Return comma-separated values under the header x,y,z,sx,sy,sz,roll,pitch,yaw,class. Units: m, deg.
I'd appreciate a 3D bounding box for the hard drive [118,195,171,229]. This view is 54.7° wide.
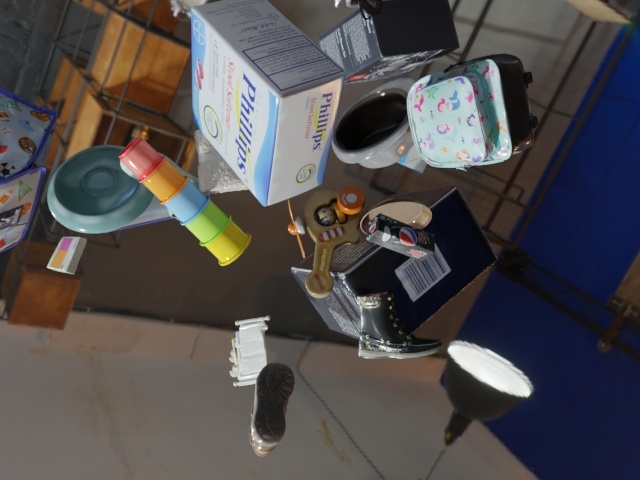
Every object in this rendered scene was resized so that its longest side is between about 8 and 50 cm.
x,y,z,sx,sy,sz,roll,pitch,yaw,class
-0.623,-0.100,2.102,0.318,0.040,0.210,-17,-154,-39,hard drive

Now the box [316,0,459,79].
x,y,z,sx,sy,sz,roll,pitch,yaw,class
0.221,-0.659,2.065,0.343,0.179,0.312,-17,-177,-30,box

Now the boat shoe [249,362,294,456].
x,y,z,sx,sy,sz,roll,pitch,yaw,class
-0.156,0.502,1.861,0.123,0.116,0.324,18,-147,-2,boat shoe

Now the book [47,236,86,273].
x,y,z,sx,sy,sz,roll,pitch,yaw,class
-0.668,0.036,1.633,0.035,0.096,0.144,26,165,-36,book

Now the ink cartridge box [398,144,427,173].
x,y,z,sx,sy,sz,roll,pitch,yaw,class
0.273,-0.305,1.946,0.078,0.134,0.231,21,-170,-21,ink cartridge box

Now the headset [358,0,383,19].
x,y,z,sx,sy,sz,roll,pitch,yaw,class
0.090,-0.602,1.246,0.185,0.243,0.394,25,-128,-31,headset

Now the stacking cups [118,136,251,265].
x,y,z,sx,sy,sz,roll,pitch,yaw,class
-0.286,-0.084,1.301,0.316,0.096,0.096,46,-175,-21,stacking cups

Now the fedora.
x,y,z,sx,sy,sz,roll,pitch,yaw,class
0.165,-0.283,1.602,0.124,0.275,0.244,40,-150,-40,fedora

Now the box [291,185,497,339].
x,y,z,sx,sy,sz,roll,pitch,yaw,class
0.225,0.078,2.056,0.297,0.480,0.471,58,163,-14,box

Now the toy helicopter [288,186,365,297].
x,y,z,sx,sy,sz,roll,pitch,yaw,class
0.000,0.000,1.849,0.234,0.355,0.140,8,154,4,toy helicopter

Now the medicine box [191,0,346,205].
x,y,z,sx,sy,sz,roll,pitch,yaw,class
-0.110,-0.264,1.159,0.149,0.264,0.289,-24,-122,-28,medicine box

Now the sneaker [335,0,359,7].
x,y,z,sx,sy,sz,roll,pitch,yaw,class
0.072,-0.775,1.857,0.137,0.210,0.366,0,175,-18,sneaker

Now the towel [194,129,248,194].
x,y,z,sx,sy,sz,roll,pitch,yaw,class
-0.196,-0.227,1.661,0.282,0.187,0.049,-8,166,2,towel

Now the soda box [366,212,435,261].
x,y,z,sx,sy,sz,roll,pitch,yaw,class
0.200,-0.007,1.529,0.168,0.060,0.053,20,-124,-20,soda box

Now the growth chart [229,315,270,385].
x,y,z,sx,sy,sz,roll,pitch,yaw,class
-0.243,0.380,2.122,0.171,0.237,0.021,-7,170,31,growth chart

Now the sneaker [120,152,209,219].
x,y,z,sx,sy,sz,roll,pitch,yaw,class
-0.410,-0.140,1.634,0.255,0.094,0.151,25,-149,-24,sneaker

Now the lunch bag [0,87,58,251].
x,y,z,sx,sy,sz,roll,pitch,yaw,class
-0.854,-0.154,1.611,0.238,0.328,0.386,21,-144,-23,lunch bag

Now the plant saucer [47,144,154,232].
x,y,z,sx,sy,sz,roll,pitch,yaw,class
-0.646,-0.166,1.816,0.317,0.318,0.044,29,153,15,plant saucer

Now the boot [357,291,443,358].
x,y,z,sx,sy,sz,roll,pitch,yaw,class
0.212,0.231,1.699,0.236,0.179,0.085,-6,179,17,boot

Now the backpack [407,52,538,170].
x,y,z,sx,sy,sz,roll,pitch,yaw,class
0.300,-0.265,1.320,0.191,0.225,0.253,-24,-164,-32,backpack

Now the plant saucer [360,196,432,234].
x,y,z,sx,sy,sz,roll,pitch,yaw,class
0.207,-0.067,1.711,0.198,0.198,0.036,16,-125,-34,plant saucer
